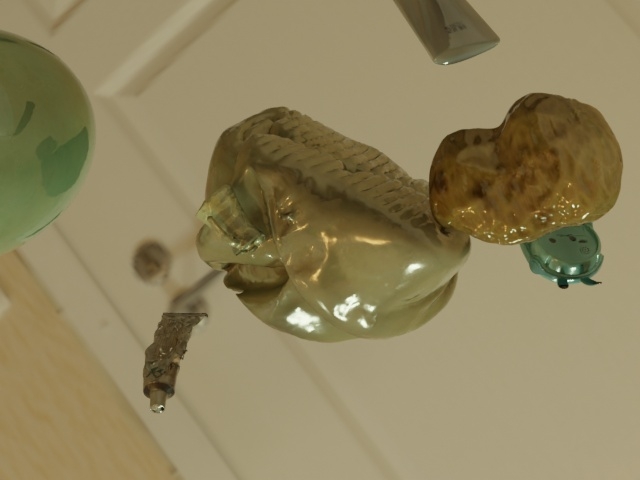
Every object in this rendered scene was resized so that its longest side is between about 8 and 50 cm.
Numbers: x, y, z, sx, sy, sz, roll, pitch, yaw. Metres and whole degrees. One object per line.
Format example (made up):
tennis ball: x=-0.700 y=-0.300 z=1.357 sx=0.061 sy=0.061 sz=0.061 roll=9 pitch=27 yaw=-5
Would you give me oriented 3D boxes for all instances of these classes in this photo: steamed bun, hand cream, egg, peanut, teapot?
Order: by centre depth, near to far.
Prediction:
hand cream: x=0.102 y=-0.278 z=1.434 sx=0.079 sy=0.255 sz=0.048 roll=-21 pitch=145 yaw=-12
egg: x=-0.429 y=-0.104 z=1.516 sx=0.389 sy=0.276 sz=0.276 roll=-26 pitch=161 yaw=-42
teapot: x=-0.106 y=-0.019 z=1.591 sx=0.057 sy=0.083 sz=0.067 roll=-42 pitch=-179 yaw=27
peanut: x=0.241 y=-0.082 z=1.598 sx=0.233 sy=0.197 sz=0.110 roll=-23 pitch=139 yaw=13
steamed bun: x=0.000 y=0.000 z=1.755 sx=0.255 sy=0.367 sz=0.342 roll=-62 pitch=171 yaw=16
hand cream: x=-0.252 y=0.191 z=2.223 sx=0.084 sy=0.050 sz=0.257 roll=-5 pitch=-146 yaw=12

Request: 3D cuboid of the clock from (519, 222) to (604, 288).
clock: x=0.328 y=0.016 z=1.791 sx=0.108 sy=0.147 sz=0.045 roll=-3 pitch=137 yaw=-10
